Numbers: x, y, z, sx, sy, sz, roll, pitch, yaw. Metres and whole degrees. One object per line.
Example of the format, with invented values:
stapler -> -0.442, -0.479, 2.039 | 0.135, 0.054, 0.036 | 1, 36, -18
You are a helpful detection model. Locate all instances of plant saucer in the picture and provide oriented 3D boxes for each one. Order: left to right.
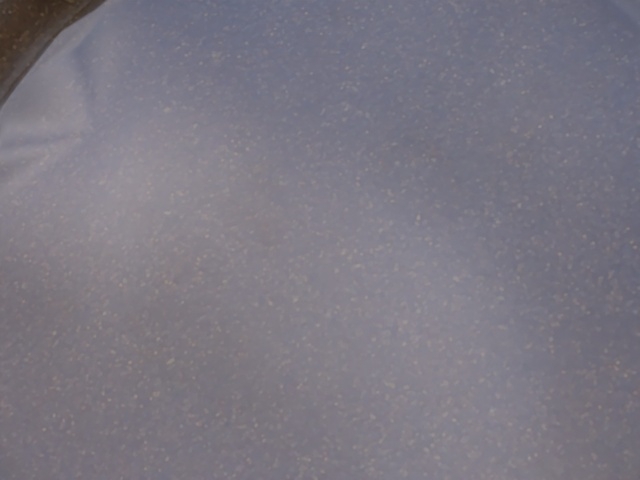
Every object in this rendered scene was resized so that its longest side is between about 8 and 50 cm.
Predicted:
plant saucer -> 0.000, 0.000, 0.539 | 0.311, 0.310, 0.050 | -22, -25, 3
